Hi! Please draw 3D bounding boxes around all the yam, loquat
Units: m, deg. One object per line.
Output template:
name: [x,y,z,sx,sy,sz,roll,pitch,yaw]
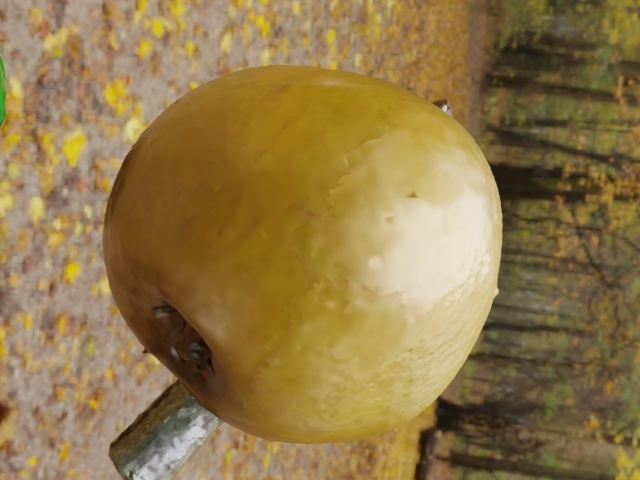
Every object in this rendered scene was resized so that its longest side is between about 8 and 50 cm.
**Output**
yam: [-0.064,0.105,0.855,0.274,0.061,0.061,-42,152,-17]
loquat: [0.000,0.000,0.697,0.275,0.274,0.275,6,90,-79]

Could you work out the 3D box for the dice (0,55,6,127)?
dice: [-0.586,-0.208,1.229,0.300,0.287,0.297,65,24,-13]
